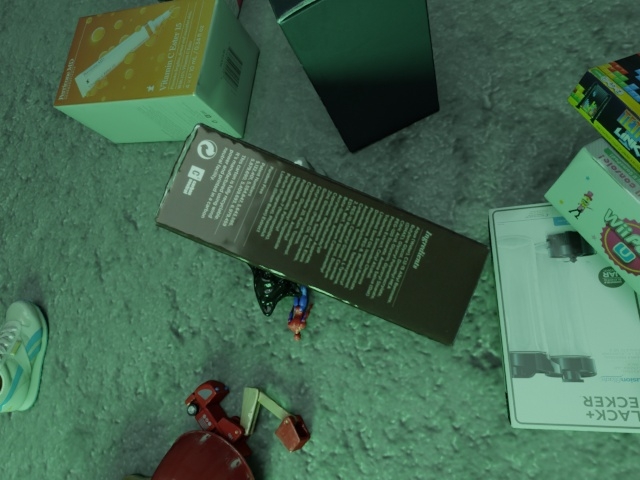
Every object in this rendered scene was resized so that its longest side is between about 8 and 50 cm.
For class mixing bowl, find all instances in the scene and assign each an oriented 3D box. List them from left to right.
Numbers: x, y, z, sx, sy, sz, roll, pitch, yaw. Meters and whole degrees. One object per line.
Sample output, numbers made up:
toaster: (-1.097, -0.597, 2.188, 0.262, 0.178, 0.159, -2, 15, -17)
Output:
mixing bowl: (-0.195, 0.395, 0.660, 0.182, 0.098, 0.181, 2, 96, 24)

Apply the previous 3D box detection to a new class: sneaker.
sneaker: (-0.633, 0.231, 0.902, 0.088, 0.092, 0.228, -15, 70, 18)

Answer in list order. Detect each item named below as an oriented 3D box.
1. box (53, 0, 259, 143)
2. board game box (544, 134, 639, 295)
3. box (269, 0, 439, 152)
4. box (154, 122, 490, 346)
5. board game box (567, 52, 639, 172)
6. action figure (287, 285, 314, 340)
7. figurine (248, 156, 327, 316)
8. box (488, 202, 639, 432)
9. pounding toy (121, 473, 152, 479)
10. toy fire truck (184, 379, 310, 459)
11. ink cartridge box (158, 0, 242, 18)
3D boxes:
box: (-0.330, -0.337, 0.904, 0.346, 0.168, 0.214, 3, 77, 21)
board game box: (0.465, -0.057, 0.509, 0.304, 0.097, 0.223, -24, 65, -16)
box: (0.030, -0.369, 0.683, 0.179, 0.343, 0.312, -25, 68, 11)
box: (0.000, 0.000, 0.601, 0.382, 0.191, 0.143, 21, 85, -1)
board game box: (0.380, -0.129, 0.464, 0.141, 0.048, 0.170, -22, 64, -12)
action figure: (-0.034, 0.112, 0.747, 0.038, 0.030, 0.115, -3, 68, 24)
figurine: (-0.047, -0.009, 0.743, 0.215, 0.092, 0.209, -28, 72, -5)
box: (0.325, 0.096, 0.586, 0.169, 0.087, 0.289, -4, 74, 19)
pounding toy: (-0.338, 0.516, 0.679, 0.154, 0.155, 0.269, 14, 83, 26)
toy fire truck: (-0.124, 0.290, 0.721, 0.135, 0.047, 0.192, -47, 64, 3)
ink cartridge box: (-0.264, -0.555, 0.902, 0.100, 0.237, 0.171, 7, 78, 22)
